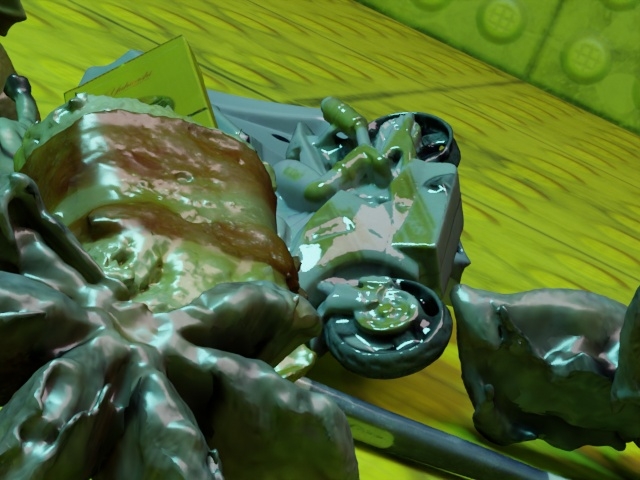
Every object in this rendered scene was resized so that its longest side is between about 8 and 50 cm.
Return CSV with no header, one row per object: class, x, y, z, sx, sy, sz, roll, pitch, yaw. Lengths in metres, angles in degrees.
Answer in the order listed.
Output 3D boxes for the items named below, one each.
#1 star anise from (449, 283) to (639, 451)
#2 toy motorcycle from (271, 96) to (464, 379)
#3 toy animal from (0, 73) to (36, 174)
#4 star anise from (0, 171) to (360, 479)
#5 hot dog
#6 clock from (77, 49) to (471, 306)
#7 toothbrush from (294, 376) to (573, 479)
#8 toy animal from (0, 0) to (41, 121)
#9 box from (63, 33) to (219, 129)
star anise,0.190,0.094,1.027,0.257,0.111,0.198,36,-19,-25
toy motorcycle,0.000,0.000,1.035,0.152,0.073,0.225,-3,37,9
toy animal,-0.201,-0.045,0.944,0.217,0.073,0.176,27,27,-53
star anise,-0.070,0.054,0.698,0.208,0.063,0.172,23,39,-19
hot dog,-0.075,0.018,0.869,0.146,0.103,0.213,20,31,-18
clock,-0.036,-0.042,1.235,0.186,0.083,0.253,16,14,-37
toothbrush,0.091,0.116,0.949,0.288,0.024,0.026,22,26,-16
toy animal,-0.251,-0.106,1.116,0.188,0.089,0.179,29,27,-3
box,-0.104,-0.063,1.126,0.023,0.087,0.155,58,7,-35
